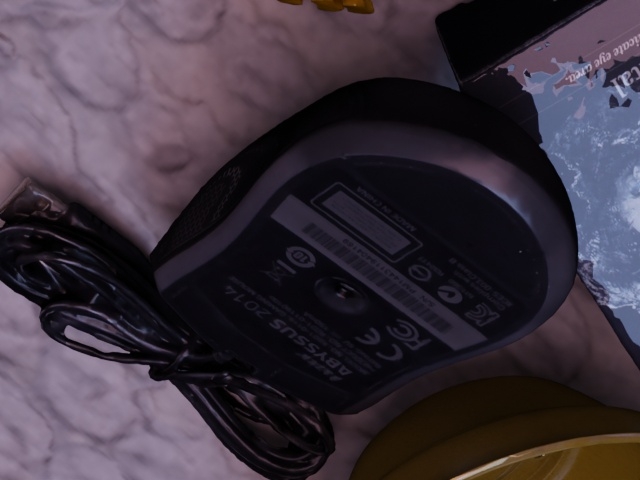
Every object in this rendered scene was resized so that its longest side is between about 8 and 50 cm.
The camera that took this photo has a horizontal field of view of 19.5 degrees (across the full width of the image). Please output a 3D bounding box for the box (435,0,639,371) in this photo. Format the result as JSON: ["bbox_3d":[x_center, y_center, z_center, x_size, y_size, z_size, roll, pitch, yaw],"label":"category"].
[{"bbox_3d":[0.156,-0.056,0.767,0.156,0.093,0.158,-31,111,10],"label":"box"}]

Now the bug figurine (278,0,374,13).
[{"bbox_3d":[-0.060,-0.141,0.658,0.216,0.279,0.072,7,90,10],"label":"bug figurine"}]

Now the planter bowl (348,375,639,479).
[{"bbox_3d":[0.077,0.124,0.819,0.217,0.090,0.217,-12,137,-11],"label":"planter bowl"}]

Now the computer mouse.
[{"bbox_3d":[0.000,0.000,0.753,0.188,0.072,0.272,40,143,-19],"label":"computer mouse"}]
